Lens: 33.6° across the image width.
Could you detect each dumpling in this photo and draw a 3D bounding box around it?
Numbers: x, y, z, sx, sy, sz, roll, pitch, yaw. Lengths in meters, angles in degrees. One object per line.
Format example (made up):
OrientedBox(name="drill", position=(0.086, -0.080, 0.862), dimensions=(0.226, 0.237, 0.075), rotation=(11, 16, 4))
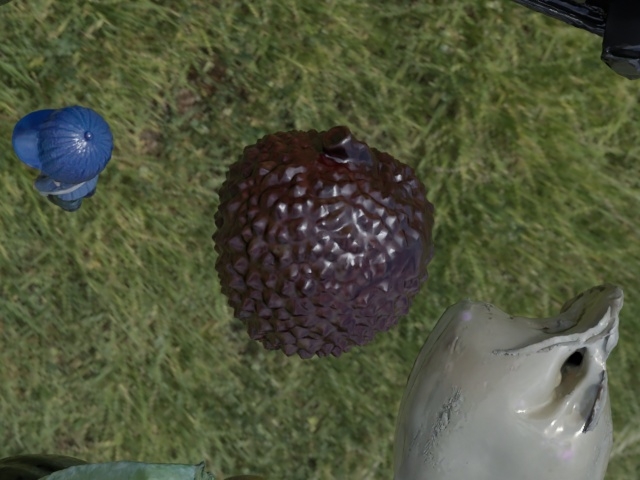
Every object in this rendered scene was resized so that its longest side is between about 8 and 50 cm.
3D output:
OrientedBox(name="dumpling", position=(0.094, 0.093, 0.565), dimensions=(0.118, 0.136, 0.199), rotation=(40, 109, -4))

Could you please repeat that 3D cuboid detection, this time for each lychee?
OrientedBox(name="lychee", position=(0.000, 0.000, 1.368), dimensions=(0.306, 0.306, 0.330), rotation=(-6, 128, -37))

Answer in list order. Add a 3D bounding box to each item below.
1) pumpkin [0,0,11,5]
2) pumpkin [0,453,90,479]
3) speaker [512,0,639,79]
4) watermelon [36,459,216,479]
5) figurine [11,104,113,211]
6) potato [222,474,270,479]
OrientedBox(name="pumpkin", position=(-0.376, -0.343, 0.940), dimensions=(0.257, 0.291, 0.327), rotation=(-54, 154, 9))
OrientedBox(name="pumpkin", position=(-0.279, 0.317, 0.882), dimensions=(0.315, 0.238, 0.315), rotation=(-47, 165, -17))
OrientedBox(name="speaker", position=(0.159, -0.249, 0.531), dimensions=(0.184, 0.232, 0.254), rotation=(18, 78, -6))
OrientedBox(name="watermelon", position=(-0.111, 0.244, 0.539), dimensions=(0.140, 0.257, 0.193), rotation=(-7, 146, 5))
OrientedBox(name="figurine", position=(-0.223, -0.066, 0.952), dimensions=(0.077, 0.079, 0.136), rotation=(-46, 161, -24))
OrientedBox(name="potato", position=(-0.097, 0.469, 1.513), dimensions=(0.229, 0.229, 0.266), rotation=(-16, 82, -32))
